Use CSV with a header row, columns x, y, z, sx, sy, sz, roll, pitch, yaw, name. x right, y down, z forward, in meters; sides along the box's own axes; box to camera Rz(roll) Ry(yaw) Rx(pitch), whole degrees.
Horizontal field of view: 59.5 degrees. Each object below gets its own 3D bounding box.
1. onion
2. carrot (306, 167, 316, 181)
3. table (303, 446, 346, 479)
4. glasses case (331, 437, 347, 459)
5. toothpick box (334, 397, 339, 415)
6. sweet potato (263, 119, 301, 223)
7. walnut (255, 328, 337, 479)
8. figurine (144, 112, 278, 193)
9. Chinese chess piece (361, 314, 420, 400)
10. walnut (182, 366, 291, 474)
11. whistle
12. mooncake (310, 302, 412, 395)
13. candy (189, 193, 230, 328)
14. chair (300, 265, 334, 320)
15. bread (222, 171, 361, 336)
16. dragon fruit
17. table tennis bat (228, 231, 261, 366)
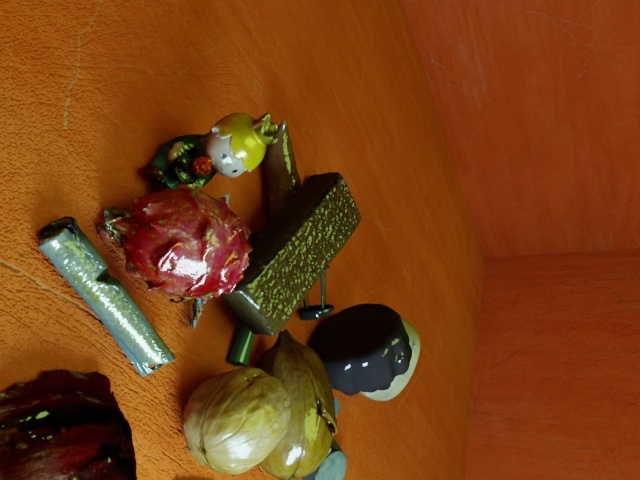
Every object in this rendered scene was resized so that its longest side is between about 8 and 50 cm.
x,y,z,sx,sy,sz,roll,pitch,yaw,name
-0.355,0.322,0.789,0.314,0.146,0.279,26,59,-54,onion
-0.038,-0.100,1.553,0.298,0.078,0.078,-74,147,-42,carrot
0.013,0.626,1.510,0.134,0.043,0.133,-15,110,-47,table
0.016,0.588,1.567,0.072,0.042,0.190,-58,136,-34,glasses case
0.004,0.451,1.519,0.052,0.083,0.052,18,69,-61,toothpick box
-0.093,-0.118,1.418,0.106,0.096,0.354,-179,-94,-72,sweet potato
-0.067,0.369,1.281,0.209,0.209,0.335,26,54,-59,walnut
-0.202,-0.161,1.057,0.185,0.235,0.127,-50,133,-54,figurine
0.199,0.360,1.734,0.102,0.273,0.273,28,52,-13,Chinese chess piece
-0.160,0.345,1.097,0.222,0.196,0.195,-19,102,-61,walnut
-0.347,0.105,0.929,0.068,0.057,0.326,-30,123,-11,whistle
0.112,0.300,1.544,0.283,0.283,0.141,-54,132,-52,mooncake
-0.227,0.037,1.146,0.086,0.059,0.291,129,-26,-67,candy
-0.011,0.115,1.515,0.104,0.095,0.221,-5,97,-21,chair
-0.059,0.021,1.291,0.416,0.113,0.165,-52,127,-35,bread
-0.250,-0.001,0.985,0.268,0.210,0.205,22,68,-27,dragon fruit
-0.157,0.133,1.313,0.215,0.044,0.328,51,41,-49,table tennis bat
